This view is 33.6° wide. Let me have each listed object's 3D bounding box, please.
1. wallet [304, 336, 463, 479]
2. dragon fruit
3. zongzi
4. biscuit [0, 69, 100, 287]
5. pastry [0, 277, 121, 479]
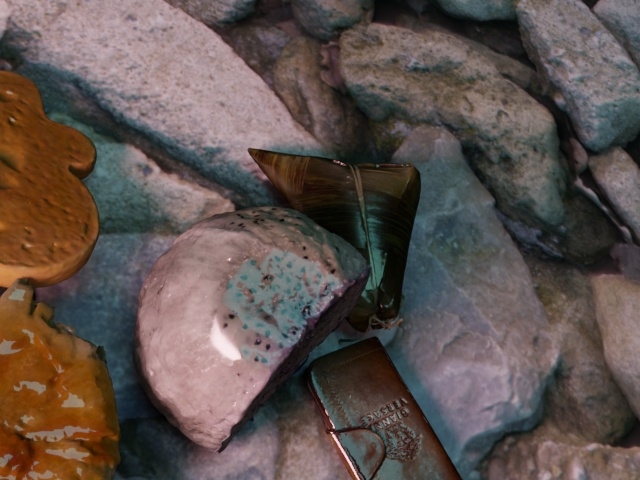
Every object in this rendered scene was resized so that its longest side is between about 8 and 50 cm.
[{"bbox_3d":[0.081,0.245,1.292,0.137,0.031,0.255,-19,69,-34],"label":"wallet"},{"bbox_3d":[-0.092,0.063,1.183,0.204,0.221,0.283,40,66,7],"label":"dragon fruit"},{"bbox_3d":[0.000,0.000,1.385,0.241,0.111,0.248,10,60,2],"label":"zongzi"},{"bbox_3d":[-0.380,-0.079,1.221,0.275,0.052,0.355,-2,47,-38],"label":"biscuit"},{"bbox_3d":[-0.348,0.202,1.041,0.329,0.136,0.330,12,52,-16],"label":"pastry"}]
